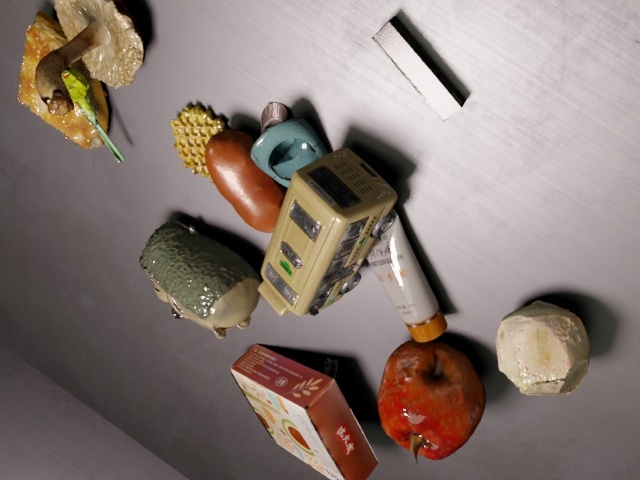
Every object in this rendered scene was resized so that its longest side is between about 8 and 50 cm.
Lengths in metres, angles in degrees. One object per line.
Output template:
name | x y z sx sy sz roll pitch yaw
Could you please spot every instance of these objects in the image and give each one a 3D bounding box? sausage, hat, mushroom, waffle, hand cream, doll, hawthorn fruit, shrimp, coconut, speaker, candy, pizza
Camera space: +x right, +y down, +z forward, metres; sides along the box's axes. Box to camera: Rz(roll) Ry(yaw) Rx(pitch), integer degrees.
sausage | -0.159 -0.128 1.171 0.133 0.133 0.258 -10 127 36
hat | -0.094 -0.246 1.115 0.058 0.042 0.086 14 96 16
mushroom | -0.486 -0.408 1.054 0.233 0.301 0.208 37 111 -8
waffle | -0.270 -0.224 1.232 0.191 0.038 0.191 16 129 20
hat | -0.062 -0.183 1.099 0.138 0.077 0.191 -36 132 11
hand cream | 0.183 0.074 1.169 0.140 0.089 0.314 -21 102 45
doll | -0.323 0.104 1.389 0.350 0.247 0.247 38 136 17
hawthorn fruit | 0.253 0.369 1.241 0.258 0.261 0.258 28 172 4
shrimp | 0.010 0.417 1.540 0.082 0.076 0.174 12 133 1
coconut | 0.442 0.211 1.052 0.195 0.194 0.194 16 131 20
speaker | 0.172 -0.295 0.907 0.191 0.040 0.046 47 133 -8
candy | -0.542 -0.293 1.250 0.077 0.073 0.262 42 162 46
pizza | -0.639 -0.378 1.290 0.226 0.086 0.335 -4 123 18

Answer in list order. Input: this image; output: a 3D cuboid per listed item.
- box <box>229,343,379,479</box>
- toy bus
box | -0.057 0.512 1.550 0.385 0.122 0.344 8 131 50
toy bus | 0.000 0.000 1.103 0.177 0.202 0.365 46 140 21
